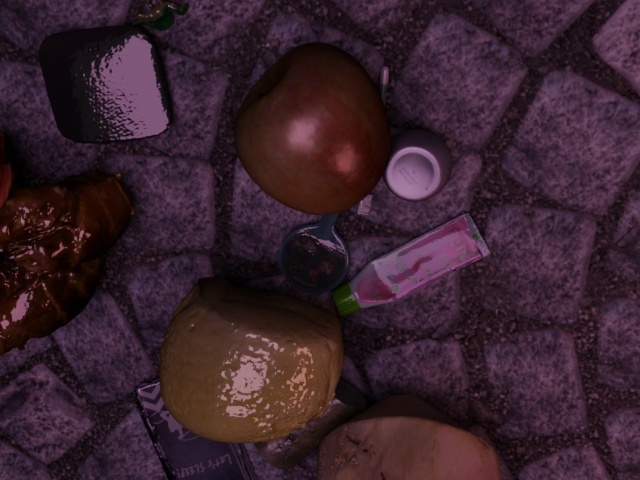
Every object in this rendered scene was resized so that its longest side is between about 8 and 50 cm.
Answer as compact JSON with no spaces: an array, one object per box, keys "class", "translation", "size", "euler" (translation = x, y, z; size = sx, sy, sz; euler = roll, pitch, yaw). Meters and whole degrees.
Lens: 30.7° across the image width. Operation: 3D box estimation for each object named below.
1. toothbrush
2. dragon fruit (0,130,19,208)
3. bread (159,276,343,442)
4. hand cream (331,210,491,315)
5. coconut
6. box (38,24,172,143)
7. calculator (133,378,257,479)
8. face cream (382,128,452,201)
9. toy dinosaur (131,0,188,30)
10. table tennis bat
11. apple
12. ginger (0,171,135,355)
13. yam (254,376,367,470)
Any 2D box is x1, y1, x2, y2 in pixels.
[{"class":"toothbrush","translation":[0.090,-0.164,1.945],"size":[0.024,0.018,0.257],"euler":[9,108,5]},{"class":"dragon fruit","translation":[-0.646,-0.066,1.979],"size":[0.291,0.290,0.189],"euler":[-12,100,14]},{"class":"bread","translation":[-0.115,0.201,1.932],"size":[0.321,0.320,0.237],"euler":[15,107,6]},{"class":"hand cream","translation":[0.148,0.046,1.990],"size":[0.275,0.050,0.079],"euler":[-28,125,11]},{"class":"coconut","translation":[0.151,0.420,1.958],"size":[0.353,0.352,0.352],"euler":[3,107,9]},{"class":"box","translation":[-0.364,-0.264,1.986],"size":[0.213,0.042,0.201],"euler":[-7,105,11]},{"class":"calculator","translation":[-0.230,0.371,2.161],"size":[0.166,0.028,0.274],"euler":[-16,105,11]},{"class":"face cream","translation":[0.156,-0.120,1.901],"size":[0.117,0.104,0.117],"euler":[3,107,8]},{"class":"toy dinosaur","translation":[-0.279,-0.371,1.949],"size":[0.120,0.029,0.060],"euler":[-34,115,20]},{"class":"table tennis bat","translation":[0.000,0.000,2.006],"size":[0.124,0.033,0.201],"euler":[21,114,2]},{"class":"apple","translation":[-0.004,-0.172,1.839],"size":[0.234,0.257,0.257],"euler":[39,110,-15]},{"class":"ginger","translation":[-0.470,0.038,1.975],"size":[0.152,0.274,0.357],"euler":[38,111,16]},{"class":"yam","translation":[-0.019,0.314,2.063],"size":[0.194,0.107,0.107],"euler":[-39,96,18]}]
